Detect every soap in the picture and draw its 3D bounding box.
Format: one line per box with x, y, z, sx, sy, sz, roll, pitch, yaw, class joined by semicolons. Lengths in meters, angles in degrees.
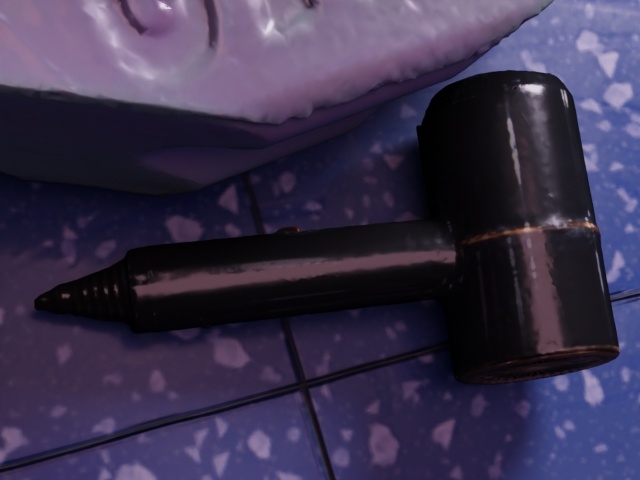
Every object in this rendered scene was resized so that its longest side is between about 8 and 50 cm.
-0.044;-0.183;0.866;0.446;0.156;0.261;-21;88;-25;soap

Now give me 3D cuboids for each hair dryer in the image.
0.000;0.000;0.908;0.352;0.107;0.189;-5;76;-9;hair dryer
